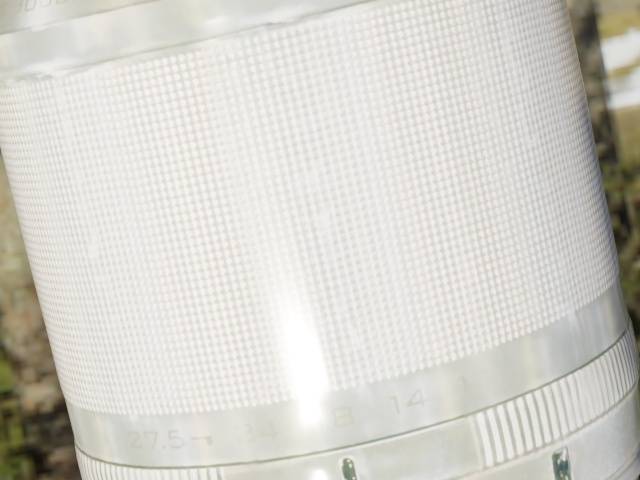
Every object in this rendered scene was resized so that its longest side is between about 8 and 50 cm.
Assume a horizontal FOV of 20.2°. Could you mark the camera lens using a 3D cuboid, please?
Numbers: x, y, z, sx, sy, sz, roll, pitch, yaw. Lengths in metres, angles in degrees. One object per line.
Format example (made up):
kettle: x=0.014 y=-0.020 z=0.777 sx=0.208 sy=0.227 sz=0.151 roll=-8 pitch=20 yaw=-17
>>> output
camera lens: x=0.000 y=0.000 z=0.688 sx=0.219 sy=0.274 sz=0.219 roll=-13 pitch=-171 yaw=2
